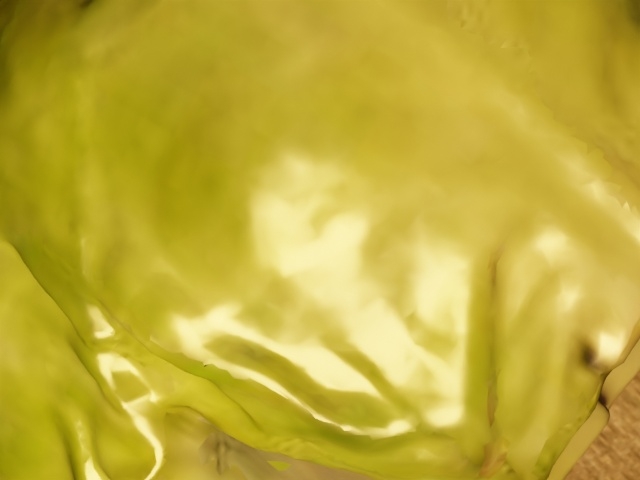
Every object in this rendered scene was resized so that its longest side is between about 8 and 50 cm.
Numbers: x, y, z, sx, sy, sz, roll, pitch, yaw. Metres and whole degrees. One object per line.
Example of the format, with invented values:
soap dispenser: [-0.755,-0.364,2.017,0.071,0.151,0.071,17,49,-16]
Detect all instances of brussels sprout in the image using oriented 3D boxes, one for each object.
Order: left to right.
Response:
brussels sprout: [-0.013,-0.012,0.922,0.361,0.342,0.425,36,108,3]
